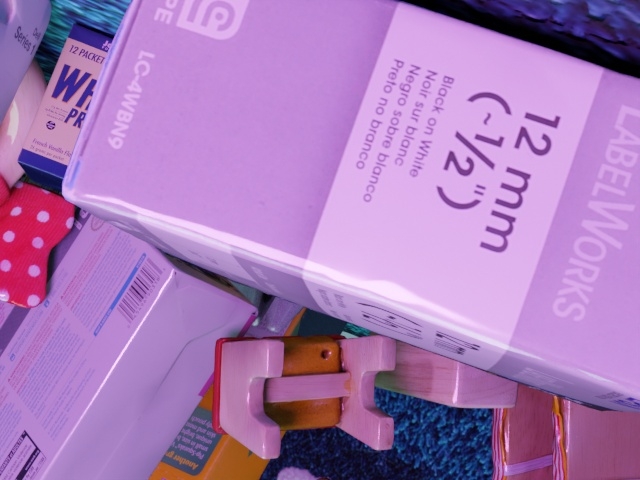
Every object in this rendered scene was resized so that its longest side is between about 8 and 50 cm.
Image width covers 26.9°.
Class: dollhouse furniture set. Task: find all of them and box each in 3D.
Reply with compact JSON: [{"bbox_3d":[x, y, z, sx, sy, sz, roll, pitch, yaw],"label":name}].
[{"bbox_3d":[0.086,0.161,0.987,0.374,0.201,0.152,1,-178,-29],"label":"dollhouse furniture set"}]

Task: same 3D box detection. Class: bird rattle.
[{"bbox_3d":[-0.248,-0.048,0.824,0.253,0.207,0.143,15,-146,-38],"label":"bird rattle"}]

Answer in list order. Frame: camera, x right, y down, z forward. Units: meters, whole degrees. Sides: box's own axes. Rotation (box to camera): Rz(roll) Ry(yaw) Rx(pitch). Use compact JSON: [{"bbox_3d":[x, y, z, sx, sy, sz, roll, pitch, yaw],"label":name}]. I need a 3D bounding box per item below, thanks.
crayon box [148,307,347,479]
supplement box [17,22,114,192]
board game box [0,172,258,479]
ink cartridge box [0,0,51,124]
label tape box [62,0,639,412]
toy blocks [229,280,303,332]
[{"bbox_3d":[-0.125,0.156,1.432,0.203,0.323,0.083,15,155,39],"label":"crayon box"},{"bbox_3d":[-0.129,-0.068,0.769,0.056,0.083,0.083,21,173,-5],"label":"supplement box"},{"bbox_3d":[-0.210,0.051,0.999,0.097,0.224,0.303,26,-169,-48],"label":"board game box"},{"bbox_3d":[-0.260,-0.130,0.640,0.219,0.093,0.160,20,173,7],"label":"ink cartridge box"},{"bbox_3d":[0.096,0.007,0.568,0.347,0.115,0.249,21,175,7],"label":"label tape box"},{"bbox_3d":[-0.168,0.075,1.246,0.308,0.260,0.288,19,172,16],"label":"toy blocks"}]
